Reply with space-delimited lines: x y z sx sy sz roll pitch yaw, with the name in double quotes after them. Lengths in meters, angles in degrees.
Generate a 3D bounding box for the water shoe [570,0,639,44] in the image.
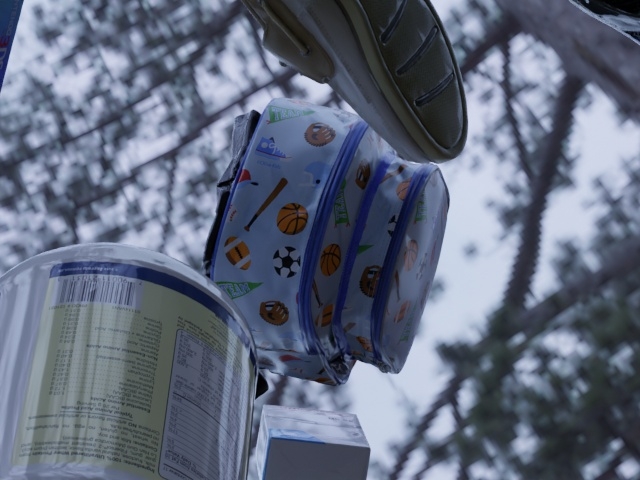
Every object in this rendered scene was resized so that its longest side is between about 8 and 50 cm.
0.275 -0.172 1.459 0.203 0.080 0.073 24 -85 4 "water shoe"

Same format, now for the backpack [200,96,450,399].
0.000 0.000 1.743 0.213 0.277 0.263 7 -16 20 "backpack"

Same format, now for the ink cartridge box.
-0.011 0.213 1.942 0.104 0.180 0.060 6 -82 -6 "ink cartridge box"

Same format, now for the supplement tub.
-0.170 0.188 1.402 0.235 0.325 0.235 2 -46 2 "supplement tub"

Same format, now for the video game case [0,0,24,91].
-0.368 -0.156 1.593 0.061 0.244 0.270 -14 -47 -46 "video game case"

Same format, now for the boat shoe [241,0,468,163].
0.008 -0.184 1.505 0.103 0.113 0.302 -22 -72 37 "boat shoe"
